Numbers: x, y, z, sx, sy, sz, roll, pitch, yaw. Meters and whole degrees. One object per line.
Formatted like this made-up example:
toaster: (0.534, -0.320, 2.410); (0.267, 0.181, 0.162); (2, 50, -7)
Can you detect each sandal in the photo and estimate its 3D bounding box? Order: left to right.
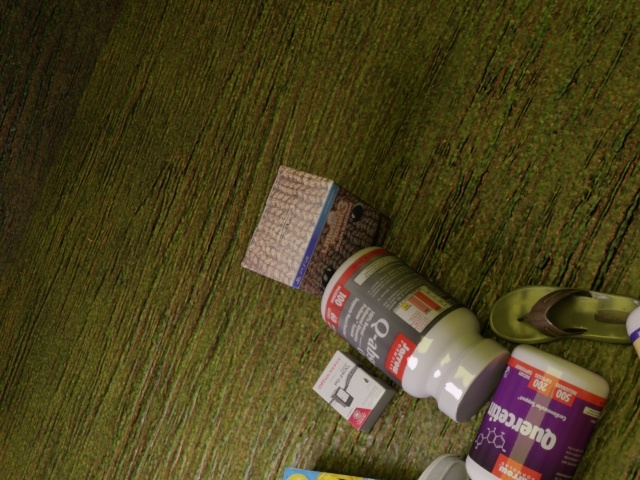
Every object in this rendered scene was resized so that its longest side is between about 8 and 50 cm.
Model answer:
sandal: (0.472, 0.138, 1.351); (0.303, 0.086, 0.120); (-4, 74, 30)

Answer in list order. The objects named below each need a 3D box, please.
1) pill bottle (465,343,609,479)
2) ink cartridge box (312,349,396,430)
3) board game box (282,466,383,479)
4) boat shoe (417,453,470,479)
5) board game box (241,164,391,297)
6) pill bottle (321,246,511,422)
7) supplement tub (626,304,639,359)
pill bottle: (0.383, 0.365, 1.282); (0.182, 0.181, 0.322); (22, 88, 33)
ink cartridge box: (0.072, 0.329, 1.546); (0.150, 0.063, 0.109); (36, 95, 33)
board game box: (0.049, 0.632, 1.405); (0.302, 0.086, 0.308); (-1, 62, 24)
boat shoe: (0.217, 0.542, 1.299); (0.103, 0.118, 0.320); (-19, 26, 47)
board game box: (0.000, 0.000, 1.548); (0.141, 0.291, 0.232); (20, 87, 33)
pill bottle: (0.191, 0.186, 1.430); (0.363, 0.210, 0.210); (37, 96, 33)
supplement tub: (0.666, 0.235, 1.118); (0.241, 0.241, 0.331); (-26, 64, 22)
